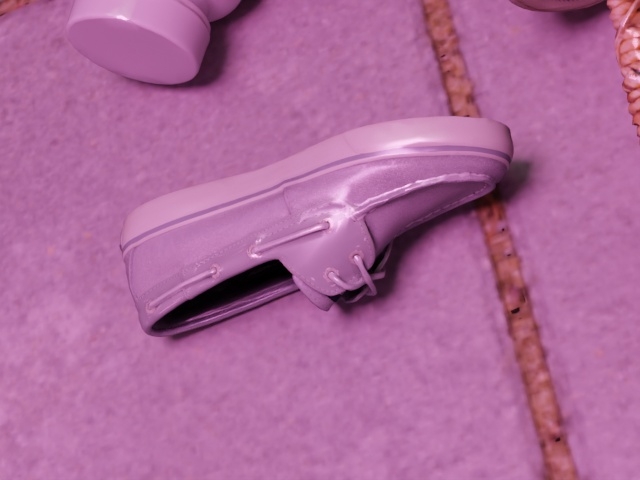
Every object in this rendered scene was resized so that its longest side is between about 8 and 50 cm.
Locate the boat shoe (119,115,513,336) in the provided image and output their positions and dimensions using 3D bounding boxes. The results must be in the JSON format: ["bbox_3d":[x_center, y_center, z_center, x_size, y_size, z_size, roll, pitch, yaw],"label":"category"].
[{"bbox_3d":[-0.001,0.000,0.776,0.227,0.079,0.081,-17,70,21],"label":"boat shoe"}]

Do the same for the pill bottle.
[{"bbox_3d":[-0.088,-0.191,0.879,0.108,0.108,0.180,6,69,26],"label":"pill bottle"}]

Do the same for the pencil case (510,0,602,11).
[{"bbox_3d":[0.066,-0.306,0.820,0.160,0.183,0.410,-49,54,25],"label":"pencil case"}]

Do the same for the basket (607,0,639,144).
[{"bbox_3d":[0.260,-0.107,0.624,0.223,0.213,0.299,-21,76,32],"label":"basket"}]
